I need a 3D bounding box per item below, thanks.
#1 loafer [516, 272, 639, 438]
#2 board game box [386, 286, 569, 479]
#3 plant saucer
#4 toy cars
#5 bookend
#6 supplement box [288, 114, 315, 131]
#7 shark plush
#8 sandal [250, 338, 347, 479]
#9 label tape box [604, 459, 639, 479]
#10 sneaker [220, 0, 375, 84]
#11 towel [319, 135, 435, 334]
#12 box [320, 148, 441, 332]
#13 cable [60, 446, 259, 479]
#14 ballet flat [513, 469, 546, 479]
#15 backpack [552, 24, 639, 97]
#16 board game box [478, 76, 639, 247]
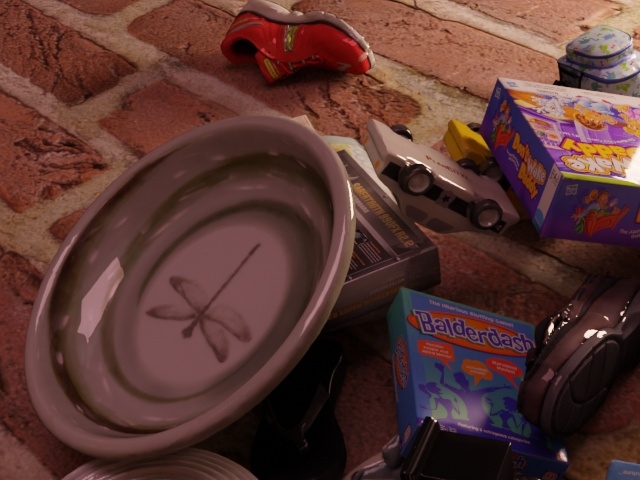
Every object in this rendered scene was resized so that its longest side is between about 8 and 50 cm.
[{"bbox_3d":[0.259,0.107,1.282,0.095,0.109,0.302,21,28,28],"label":"loafer"},{"bbox_3d":[0.153,0.146,1.277,0.160,0.047,0.210,16,33,-13],"label":"board game box"},{"bbox_3d":[-0.121,0.056,1.302,0.400,0.100,0.401,-20,47,24],"label":"plant saucer"},{"bbox_3d":[0.169,-0.059,1.476,0.176,0.087,0.393,44,24,20],"label":"toy cars"},{"bbox_3d":[0.160,0.245,1.102,0.157,0.156,0.072,8,39,22],"label":"bookend"},{"bbox_3d":[-0.056,-0.136,1.782,0.098,0.036,0.062,-15,36,-8],"label":"supplement box"},{"bbox_3d":[0.053,0.246,1.218,0.161,0.073,0.067,-28,69,-31],"label":"shark plush"},{"bbox_3d":[-0.024,0.173,1.306,0.097,0.055,0.254,-11,28,8],"label":"sandal"},{"bbox_3d":[0.313,0.339,0.978,0.240,0.106,0.334,7,39,21],"label":"label tape box"},{"bbox_3d":[-0.038,-0.285,1.957,0.279,0.107,0.118,18,62,37],"label":"sneaker"},{"bbox_3d":[-0.082,0.011,1.547,0.374,0.090,0.321,-15,39,-7],"label":"towel"},{"bbox_3d":[0.000,0.000,1.427,0.183,0.056,0.231,-21,40,-17],"label":"box"},{"bbox_3d":[-0.150,0.296,1.162,0.257,0.089,0.257,-11,35,-2],"label":"cable"},{"bbox_3d":[0.166,0.240,1.174,0.173,0.058,0.049,10,35,9],"label":"ballet flat"},{"bbox_3d":[0.401,-0.244,1.783,0.105,0.084,0.114,-31,43,-24],"label":"backpack"},{"bbox_3d":[0.384,-0.080,1.461,0.347,0.078,0.233,6,32,-17],"label":"board game box"}]
